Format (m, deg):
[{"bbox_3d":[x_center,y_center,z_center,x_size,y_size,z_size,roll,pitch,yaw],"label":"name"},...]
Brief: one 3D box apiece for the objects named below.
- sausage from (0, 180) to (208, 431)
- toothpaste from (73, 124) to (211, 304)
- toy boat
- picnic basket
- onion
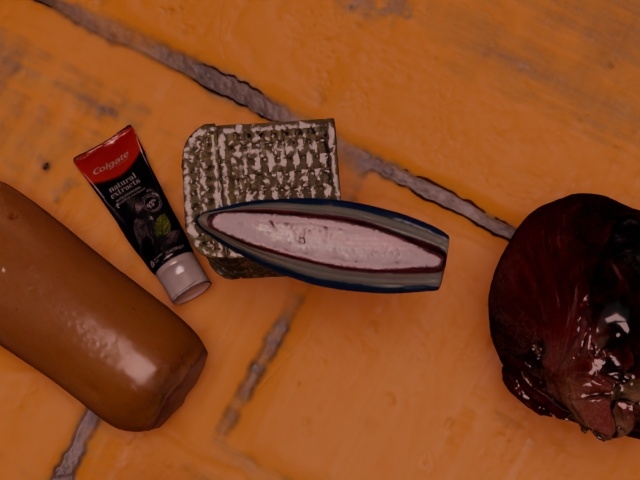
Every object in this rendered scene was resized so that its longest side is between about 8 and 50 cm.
[{"bbox_3d":[-0.278,0.049,1.514,0.354,0.116,0.134,35,94,11],"label":"sausage"},{"bbox_3d":[-0.180,-0.024,1.557,0.071,0.045,0.193,-30,75,-3],"label":"toothpaste"},{"bbox_3d":[0.000,0.000,1.352,0.229,0.046,0.080,11,89,0],"label":"toy boat"},{"bbox_3d":[-0.055,-0.035,1.476,0.154,0.196,0.134,-5,84,0],"label":"picnic basket"},{"bbox_3d":[0.294,0.081,1.441,0.281,0.281,0.221,33,117,7],"label":"onion"}]
